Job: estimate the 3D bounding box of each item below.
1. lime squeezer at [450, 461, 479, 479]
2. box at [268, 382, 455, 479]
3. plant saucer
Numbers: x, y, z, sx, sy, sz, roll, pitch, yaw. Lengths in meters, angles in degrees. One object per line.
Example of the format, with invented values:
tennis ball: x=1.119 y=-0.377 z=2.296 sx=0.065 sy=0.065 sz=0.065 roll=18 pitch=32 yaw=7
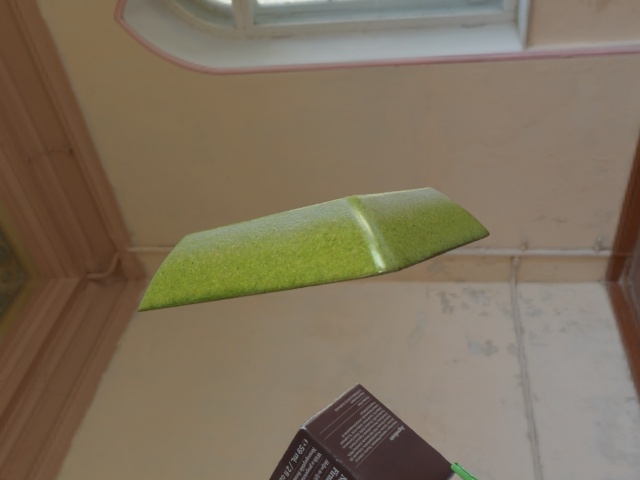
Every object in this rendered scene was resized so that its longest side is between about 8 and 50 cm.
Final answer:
lime squeezer: x=0.310 y=0.342 z=0.797 sx=0.059 sy=0.310 sz=0.110 roll=-6 pitch=-97 yaw=-53
box: x=0.057 y=0.364 z=0.949 sx=0.167 sy=0.203 sz=0.168 roll=-19 pitch=-38 yaw=-55
plant saucer: x=0.000 y=0.000 z=0.437 sx=0.188 sy=0.188 sz=0.045 roll=-13 pitch=-88 yaw=-59
